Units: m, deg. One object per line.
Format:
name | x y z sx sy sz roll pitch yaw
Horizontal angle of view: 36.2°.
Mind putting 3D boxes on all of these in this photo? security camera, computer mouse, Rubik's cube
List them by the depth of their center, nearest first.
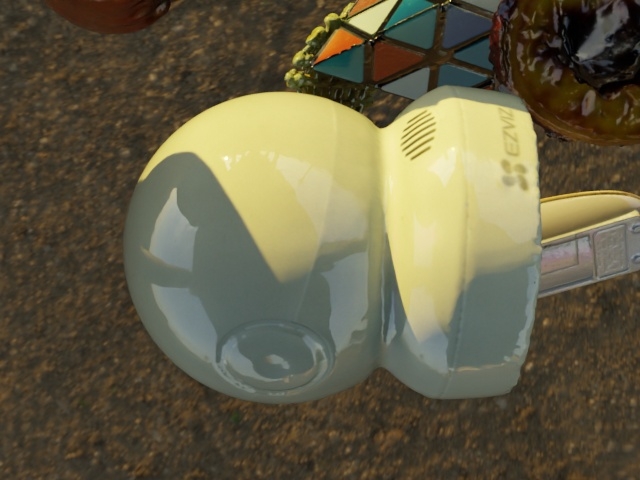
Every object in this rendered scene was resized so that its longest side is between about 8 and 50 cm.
security camera | 0.000 0.000 0.585 0.236 0.194 0.194 1 108 -2
computer mouse | 0.187 0.011 0.835 0.199 0.045 0.102 -17 138 6
Rubik's cube | 0.186 -0.264 1.212 0.250 0.284 0.234 46 150 -14

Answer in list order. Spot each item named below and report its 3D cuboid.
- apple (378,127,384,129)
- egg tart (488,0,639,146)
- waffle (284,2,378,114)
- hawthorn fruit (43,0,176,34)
apple | 0.115 -0.106 1.758 0.188 0.188 0.174 9 151 12
egg tart | 0.256 -0.195 0.839 0.215 0.171 0.215 9 135 9
waffle | 0.024 -0.230 1.367 0.036 0.183 0.169 18 154 37
hawthorn fruit | -0.234 -0.341 0.986 0.261 0.224 0.224 37 113 -11
